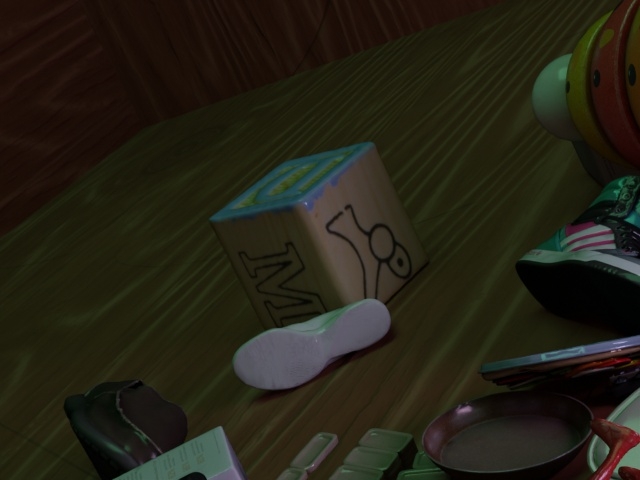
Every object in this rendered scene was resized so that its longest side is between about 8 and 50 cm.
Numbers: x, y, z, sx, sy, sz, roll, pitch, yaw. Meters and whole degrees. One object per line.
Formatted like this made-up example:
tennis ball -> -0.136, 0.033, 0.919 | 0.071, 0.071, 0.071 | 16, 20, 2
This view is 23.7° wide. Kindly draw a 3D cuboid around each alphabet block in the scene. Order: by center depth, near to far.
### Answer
alphabet block -> 0.000, 0.000, 2.132 | 0.193, 0.197, 0.192 | -9, 22, 46

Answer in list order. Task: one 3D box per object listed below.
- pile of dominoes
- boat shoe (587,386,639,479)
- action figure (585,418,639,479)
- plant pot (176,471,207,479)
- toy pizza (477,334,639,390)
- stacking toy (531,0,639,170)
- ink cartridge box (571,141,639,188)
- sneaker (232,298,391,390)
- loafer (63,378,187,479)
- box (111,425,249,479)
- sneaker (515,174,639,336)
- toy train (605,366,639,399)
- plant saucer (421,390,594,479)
pile of dominoes -> 0.020, 0.283, 1.507 | 0.196, 0.040, 0.251 | 4, 36, 39
boat shoe -> 0.383, 0.137, 1.329 | 0.335, 0.095, 0.112 | -34, 42, -12
action figure -> 0.141, 0.265, 1.201 | 0.139, 0.091, 0.280 | 3, 45, 51
plant pot -> -0.125, 0.345, 1.286 | 0.188, 0.187, 0.167 | -28, 28, -9
toy pizza -> 0.260, 0.123, 1.542 | 0.201, 0.032, 0.201 | -10, -5, -1
stacking toy -> 0.412, -0.183, 1.850 | 0.350, 0.350, 0.480 | -34, 12, -25
ink cartridge box -> 0.466, -0.162, 2.106 | 0.219, 0.092, 0.160 | -26, 16, 3
sneaker -> -0.011, 0.134, 1.977 | 0.212, 0.080, 0.094 | -20, 4, -2
loafer -> -0.230, 0.230, 1.873 | 0.130, 0.134, 0.366 | -30, 16, -11
box -> -0.157, 0.294, 1.634 | 0.170, 0.091, 0.130 | -27, 16, -2
sneaker -> 0.356, 0.013, 1.690 | 0.178, 0.124, 0.295 | -40, 17, -12
toy train -> 0.354, 0.125, 1.489 | 0.158, 0.027, 0.036 | -18, 14, 25
plant saucer -> 0.182, 0.194, 1.479 | 0.168, 0.029, 0.168 | -10, 19, 3
